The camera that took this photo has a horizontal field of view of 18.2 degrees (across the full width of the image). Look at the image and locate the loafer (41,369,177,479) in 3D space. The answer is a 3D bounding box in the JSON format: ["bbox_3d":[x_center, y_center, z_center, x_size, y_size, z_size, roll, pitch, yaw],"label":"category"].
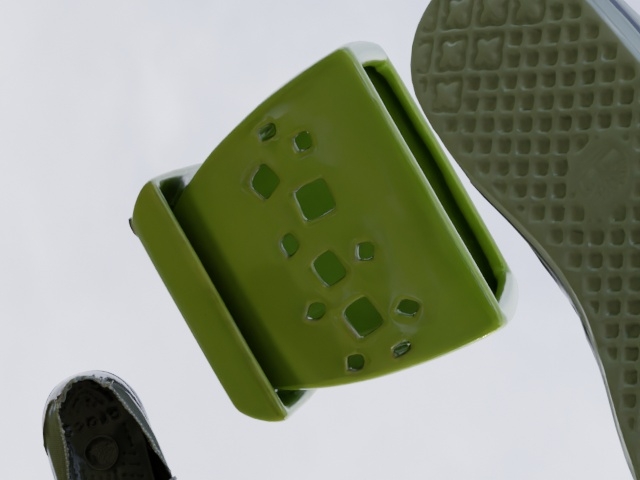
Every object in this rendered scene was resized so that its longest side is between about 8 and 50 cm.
[{"bbox_3d":[-0.121,0.192,1.254,0.087,0.094,0.251,85,-19,-70],"label":"loafer"}]

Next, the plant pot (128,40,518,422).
[{"bbox_3d":[0.000,0.000,1.459,0.207,0.227,0.228,-29,-89,10],"label":"plant pot"}]

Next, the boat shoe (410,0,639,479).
[{"bbox_3d":[0.224,0.030,1.101,0.187,0.156,0.500,-46,-127,20],"label":"boat shoe"}]
